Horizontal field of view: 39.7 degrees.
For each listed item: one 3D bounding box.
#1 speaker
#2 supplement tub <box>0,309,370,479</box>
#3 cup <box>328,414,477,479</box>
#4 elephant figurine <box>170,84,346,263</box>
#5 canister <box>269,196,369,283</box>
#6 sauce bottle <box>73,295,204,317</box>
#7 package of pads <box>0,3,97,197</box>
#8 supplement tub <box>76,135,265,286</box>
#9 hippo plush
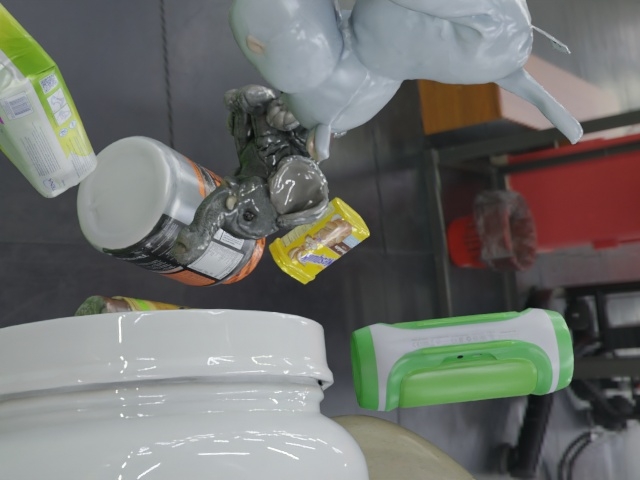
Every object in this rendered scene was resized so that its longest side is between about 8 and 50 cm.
[{"bbox_3d":[0.196,0.168,1.256,0.131,0.296,0.131,175,-90,-86],"label":"speaker"},{"bbox_3d":[-0.080,0.205,0.436,0.228,0.228,0.317,15,65,-53],"label":"supplement tub"},{"bbox_3d":[0.033,0.297,0.818,0.237,0.331,0.331,-95,161,-64],"label":"cup"},{"bbox_3d":[-0.075,-0.071,1.175,0.169,0.185,0.240,62,37,-83],"label":"elephant figurine"},{"bbox_3d":[0.000,0.000,1.769,0.126,0.170,0.073,35,22,-52],"label":"canister"},{"bbox_3d":[-0.153,0.144,1.146,0.344,0.111,0.112,15,71,-44],"label":"sauce bottle"},{"bbox_3d":[-0.434,-0.220,1.197,0.101,0.296,0.229,-36,154,-17],"label":"package of pads"},{"bbox_3d":[-0.249,-0.036,1.573,0.338,0.207,0.207,30,59,-60],"label":"supplement tub"},{"bbox_3d":[0.055,-0.213,0.805,0.294,0.236,0.235,37,43,-41],"label":"hippo plush"}]
